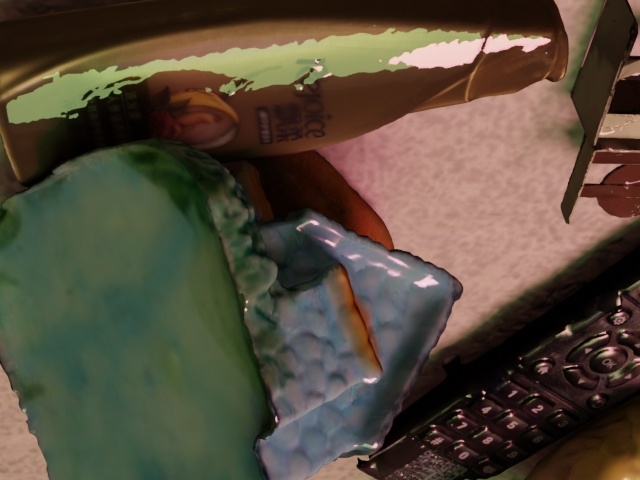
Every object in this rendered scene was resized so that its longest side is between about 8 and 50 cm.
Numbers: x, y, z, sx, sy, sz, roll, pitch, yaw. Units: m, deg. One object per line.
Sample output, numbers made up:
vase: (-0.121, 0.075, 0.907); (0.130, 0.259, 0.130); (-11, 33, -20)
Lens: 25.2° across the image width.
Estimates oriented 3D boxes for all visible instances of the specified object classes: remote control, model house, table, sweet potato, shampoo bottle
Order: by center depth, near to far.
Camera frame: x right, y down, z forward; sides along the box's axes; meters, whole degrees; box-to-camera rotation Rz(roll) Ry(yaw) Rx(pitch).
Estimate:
shampoo bottle: (-0.023, -0.106, 0.896); (0.350, 0.084, 0.125); (-7, 146, -4)
model house: (-0.045, 0.039, 0.932); (0.241, 0.226, 0.261); (-17, 179, -43)
table: (0.252, -0.090, 0.983); (0.146, 0.062, 0.175); (1, 136, -11)
sweet potato: (0.011, 0.001, 1.044); (0.078, 0.058, 0.255); (-5, 144, 19)
remote control: (0.210, 0.097, 1.183); (0.399, 0.062, 0.144); (-37, 133, 25)

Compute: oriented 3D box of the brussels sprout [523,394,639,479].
brussels sprout: (0.277, 0.253, 1.211); (0.274, 0.242, 0.316); (-15, -178, 34)
